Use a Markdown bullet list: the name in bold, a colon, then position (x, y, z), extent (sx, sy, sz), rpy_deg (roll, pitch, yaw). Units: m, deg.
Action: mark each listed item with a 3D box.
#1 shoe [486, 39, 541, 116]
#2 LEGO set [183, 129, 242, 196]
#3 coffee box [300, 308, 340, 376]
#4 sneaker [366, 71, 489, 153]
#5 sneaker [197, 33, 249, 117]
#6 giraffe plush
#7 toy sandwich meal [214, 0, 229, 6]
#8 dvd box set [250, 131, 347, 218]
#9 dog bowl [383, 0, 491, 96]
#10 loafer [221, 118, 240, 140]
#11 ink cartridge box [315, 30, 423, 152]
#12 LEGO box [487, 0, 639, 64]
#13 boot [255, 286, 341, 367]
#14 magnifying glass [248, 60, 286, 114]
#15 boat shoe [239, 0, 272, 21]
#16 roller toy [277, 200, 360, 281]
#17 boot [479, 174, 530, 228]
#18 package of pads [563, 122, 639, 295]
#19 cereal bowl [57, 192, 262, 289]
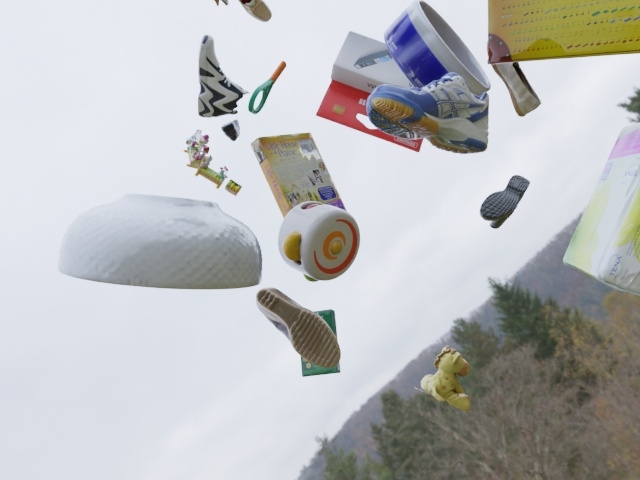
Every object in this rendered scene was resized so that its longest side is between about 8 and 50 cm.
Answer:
- **shoe**: position (0.495, -0.427, 1.290), extent (0.076, 0.219, 0.058), rpy_deg (-30, 4, -41)
- **LEGO set**: position (-0.370, -0.279, 1.715), extent (0.132, 0.287, 0.107), rpy_deg (-11, -36, -49)
- **coffee box**: position (-0.005, 0.298, 1.472), extent (0.113, 0.184, 0.040), rpy_deg (-11, -17, 16)
- **sneaker**: position (0.202, -0.251, 0.932), extent (0.296, 0.111, 0.131), rpy_deg (8, -89, -39)
- **sneaker**: position (-0.285, -0.478, 1.494), extent (0.152, 0.094, 0.235), rpy_deg (0, -69, -15)
- **giraffe plush**: position (0.428, 0.446, 1.692), extent (0.210, 0.181, 0.171), rpy_deg (27, -94, -34)
- **toy sandwich meal**: position (-0.250, -0.567, 1.165), extent (0.029, 0.085, 0.085), rpy_deg (-49, -26, 15)
- **dvd box set**: position (-0.065, -0.209, 1.938), extent (0.062, 0.421, 0.307), rpy_deg (-28, -5, 40)
- **dog bowl**: position (0.271, -0.421, 1.169), extent (0.104, 0.265, 0.264), rpy_deg (-38, -21, 31)
- **loafer**: position (-0.316, -0.393, 1.807), extent (0.062, 0.061, 0.170), rpy_deg (-22, 19, 9)
- **ink cartridge box**: position (0.168, -0.399, 1.337), extent (0.066, 0.296, 0.261), rpy_deg (104, -173, -66)
- **LEGO box**: position (0.607, -0.437, 0.875), extent (0.372, 0.500, 0.193), rpy_deg (-22, -65, -35)
- **boot**: position (-0.043, 0.203, 1.182), extent (0.090, 0.248, 0.207), rpy_deg (-47, -16, -8)
- **magnifying glass**: position (-0.184, -0.534, 1.752), extent (0.231, 0.026, 0.092), rpy_deg (-58, -11, -19)
- **boat shoe**: position (-0.214, -0.726, 1.530), extent (0.170, 0.059, 0.063), rpy_deg (33, -73, -31)
- **roller toy**: position (0.000, 0.000, 1.301), extent (0.191, 0.146, 0.209), rpy_deg (-55, -49, -12)
- **boot**: position (0.581, -0.091, 1.622), extent (0.246, 0.083, 0.161), rpy_deg (-36, -31, -31)
- **package of pads**: position (0.551, -0.062, 0.879), extent (0.229, 0.101, 0.297), rpy_deg (-27, -43, -77)
- **cereal bowl**: position (-0.267, -0.005, 0.885), extent (0.339, 0.338, 0.141), rpy_deg (2, -87, -55)
